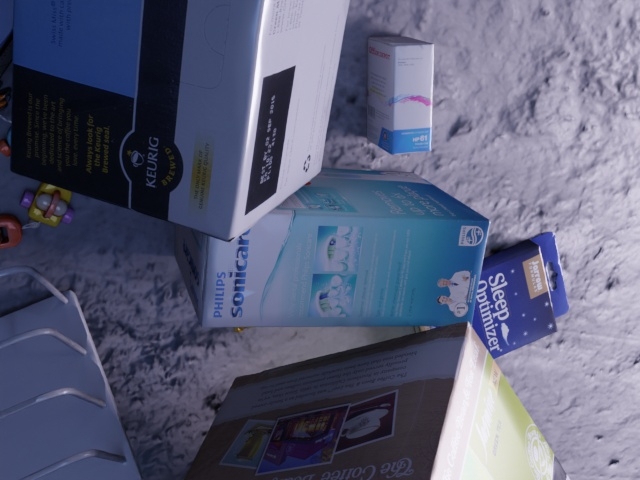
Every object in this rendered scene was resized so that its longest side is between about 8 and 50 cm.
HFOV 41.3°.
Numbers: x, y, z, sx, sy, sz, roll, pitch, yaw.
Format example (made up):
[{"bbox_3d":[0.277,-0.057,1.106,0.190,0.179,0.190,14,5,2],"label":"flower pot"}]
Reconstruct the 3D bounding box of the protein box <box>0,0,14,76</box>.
[{"bbox_3d":[-0.388,-0.204,0.772,0.199,0.136,0.201,35,95,-17],"label":"protein box"}]

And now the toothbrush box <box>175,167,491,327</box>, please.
[{"bbox_3d":[0.000,0.000,0.933,0.295,0.216,0.126,1,108,-16],"label":"toothbrush box"}]

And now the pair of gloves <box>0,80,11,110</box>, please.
[{"bbox_3d":[-0.366,-0.161,0.875,0.074,0.010,0.083,-28,114,-6],"label":"pair of gloves"}]

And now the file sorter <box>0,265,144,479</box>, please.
[{"bbox_3d":[-0.314,0.194,0.854,0.192,0.173,0.278,-23,75,-8],"label":"file sorter"}]

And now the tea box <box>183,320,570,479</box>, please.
[{"bbox_3d":[0.074,0.303,0.934,0.328,0.220,0.324,-18,120,32],"label":"tea box"}]

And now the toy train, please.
[{"bbox_3d":[-0.326,-0.055,0.900,0.125,0.046,0.166,-4,114,-18],"label":"toy train"}]

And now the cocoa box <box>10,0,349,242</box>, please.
[{"bbox_3d":[-0.113,-0.217,0.754,0.227,0.231,0.347,16,114,15],"label":"cocoa box"}]

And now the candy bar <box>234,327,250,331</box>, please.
[{"bbox_3d":[-0.032,0.082,1.059,0.161,0.018,0.040,-11,115,-14],"label":"candy bar"}]

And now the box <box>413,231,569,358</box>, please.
[{"bbox_3d":[0.233,0.088,1.134,0.225,0.036,0.137,-23,114,-10],"label":"box"}]

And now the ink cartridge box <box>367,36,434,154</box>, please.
[{"bbox_3d":[0.090,-0.168,0.970,0.052,0.088,0.123,-7,111,-15],"label":"ink cartridge box"}]
